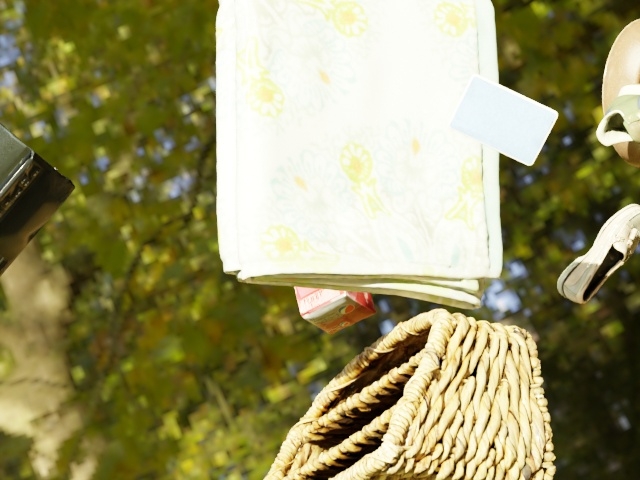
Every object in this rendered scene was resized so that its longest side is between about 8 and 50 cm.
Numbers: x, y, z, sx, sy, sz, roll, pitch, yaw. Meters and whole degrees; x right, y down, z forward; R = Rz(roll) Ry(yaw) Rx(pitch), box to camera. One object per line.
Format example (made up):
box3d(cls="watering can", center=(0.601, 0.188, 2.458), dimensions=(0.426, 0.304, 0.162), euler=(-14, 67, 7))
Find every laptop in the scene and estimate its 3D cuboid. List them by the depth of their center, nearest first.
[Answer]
box3d(cls="laptop", center=(-0.317, 0.023, 1.507), dimensions=(0.234, 0.136, 0.264), euler=(-50, -26, -4))

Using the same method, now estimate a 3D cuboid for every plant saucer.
box3d(cls="plant saucer", center=(0.442, -0.194, 2.179), dimensions=(0.036, 0.198, 0.198), euler=(5, 2, 43))

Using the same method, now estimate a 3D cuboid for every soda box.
box3d(cls="soda box", center=(0.000, 0.000, 2.446), dimensions=(0.083, 0.263, 0.092), euler=(-26, -32, 21))

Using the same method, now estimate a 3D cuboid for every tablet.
box3d(cls="tablet", center=(0.159, -0.105, 1.439), dimensions=(0.006, 0.083, 0.054), euler=(-71, 7, -72))

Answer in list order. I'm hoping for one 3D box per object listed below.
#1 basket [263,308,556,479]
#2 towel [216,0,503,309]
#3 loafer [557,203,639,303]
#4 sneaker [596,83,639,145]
box3d(cls="basket", center=(0.066, 0.190, 1.739), dimensions=(0.223, 0.213, 0.299), euler=(10, -30, -30))
box3d(cls="towel", center=(0.045, -0.121, 1.757), dimensions=(0.320, 0.374, 0.090), euler=(6, -15, -30))
box3d(cls="loafer", center=(0.302, 0.018, 1.720), dimensions=(0.125, 0.039, 0.045), euler=(-46, -54, -4))
box3d(cls="sneaker", center=(0.408, -0.148, 1.988), dimensions=(0.086, 0.064, 0.192), euler=(-49, 21, -21))
